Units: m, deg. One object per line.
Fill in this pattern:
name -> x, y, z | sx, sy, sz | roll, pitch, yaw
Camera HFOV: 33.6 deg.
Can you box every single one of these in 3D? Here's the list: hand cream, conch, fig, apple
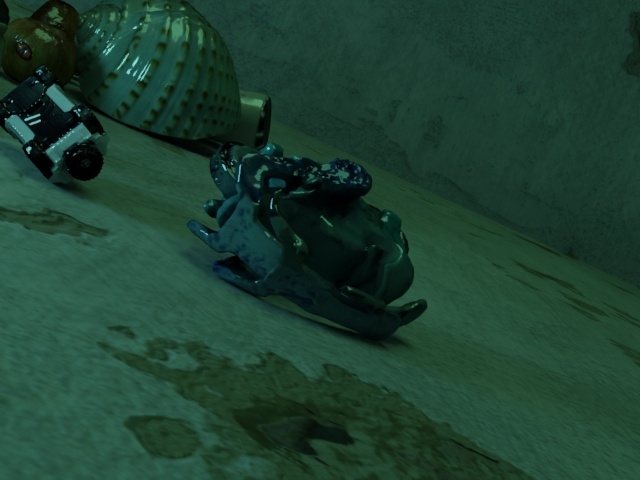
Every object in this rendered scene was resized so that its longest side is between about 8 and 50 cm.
hand cream -> -0.272, -0.266, 2.073 | 0.358, 0.118, 0.185 | 15, 13, 4
conch -> -0.271, -0.317, 1.863 | 0.319, 0.215, 0.303 | 7, 32, -22
fig -> -0.471, -0.361, 2.005 | 0.201, 0.134, 0.146 | 32, 48, -17
apple -> -0.456, -0.298, 1.708 | 0.126, 0.102, 0.126 | 23, 14, -6

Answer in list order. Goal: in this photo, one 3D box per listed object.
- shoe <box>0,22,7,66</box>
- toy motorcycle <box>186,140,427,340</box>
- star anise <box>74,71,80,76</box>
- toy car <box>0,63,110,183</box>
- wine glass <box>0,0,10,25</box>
shoe -> -0.521, -0.291, 1.504 | 0.275, 0.098, 0.103 | 31, 6, 42
toy motorcycle -> 0.000, 0.000, 1.074 | 0.260, 0.154, 0.206 | 25, 31, -29
star anise -> -0.462, -0.343, 2.127 | 0.124, 0.056, 0.129 | 1, -3, -9
toy car -> -0.281, -0.116, 1.121 | 0.170, 0.080, 0.070 | 41, -14, 41
wine glass -> -0.605, -0.370, 1.699 | 0.183, 0.122, 0.122 | 24, 8, 22
